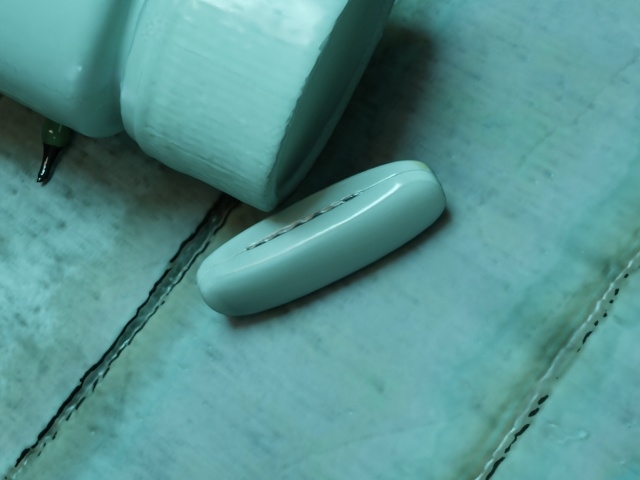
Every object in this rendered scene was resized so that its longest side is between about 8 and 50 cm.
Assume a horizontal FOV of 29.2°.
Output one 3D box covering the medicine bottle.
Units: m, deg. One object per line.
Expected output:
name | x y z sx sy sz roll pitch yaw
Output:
medicine bottle | -0.150 -0.183 0.752 0.371 0.211 0.211 27 78 5

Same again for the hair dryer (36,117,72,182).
hair dryer | -0.185 -0.113 0.898 0.071 0.047 0.150 10 78 24

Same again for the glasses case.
glasses case | 0.000 0.000 0.759 0.164 0.063 0.041 -26 60 10
